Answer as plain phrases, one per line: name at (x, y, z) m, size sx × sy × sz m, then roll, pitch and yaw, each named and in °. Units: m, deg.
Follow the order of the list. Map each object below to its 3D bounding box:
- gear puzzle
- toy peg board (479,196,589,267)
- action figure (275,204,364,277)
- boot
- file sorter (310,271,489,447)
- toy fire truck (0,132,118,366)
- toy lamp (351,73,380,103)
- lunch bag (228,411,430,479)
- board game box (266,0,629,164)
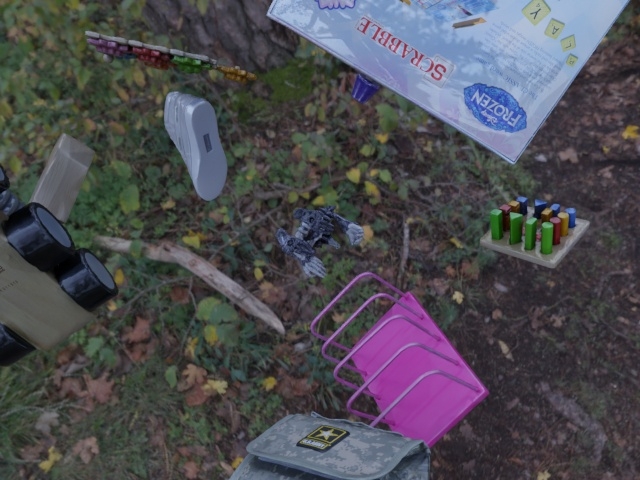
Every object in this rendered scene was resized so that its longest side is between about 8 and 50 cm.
gear puzzle at (-0.306, -0.373, 1.097) m, size 0.339 × 0.044 × 0.175 m, roll 9°, pitch 10°, yaw -11°
toy peg board at (0.439, -0.039, 1.057) m, size 0.161 × 0.079 × 0.161 m, roll -37°, pitch 40°, yaw -30°
action figure at (0.000, 0.000, 1.152) m, size 0.141 × 0.276 × 0.164 m, roll 41°, pitch 98°, yaw 10°
boot at (-0.302, -0.228, 1.233) m, size 0.123 × 0.258 × 0.095 m, roll 30°, pitch 43°, yaw 34°
file sorter at (0.132, 0.235, 1.014) m, size 0.202 × 0.182 × 0.290 m, roll -48°, pitch 39°, yaw 13°
toy fire truck at (-0.308, -0.042, 0.507) m, size 0.159 × 0.217 × 0.246 m, roll -36°, pitch 42°, yaw -7°
toy lamp at (0.178, -0.521, 1.475) m, size 0.080 × 0.274 × 0.080 m, roll 24°, pitch 32°, yaw -16°
lunch bag at (-0.006, 0.364, 0.689) m, size 0.236 × 0.168 × 0.287 m, roll -4°, pitch 40°, yaw 38°
board game box at (0.158, -0.292, 0.525) m, size 0.319 × 0.317 × 0.066 m, roll 28°, pitch 18°, yaw -13°
